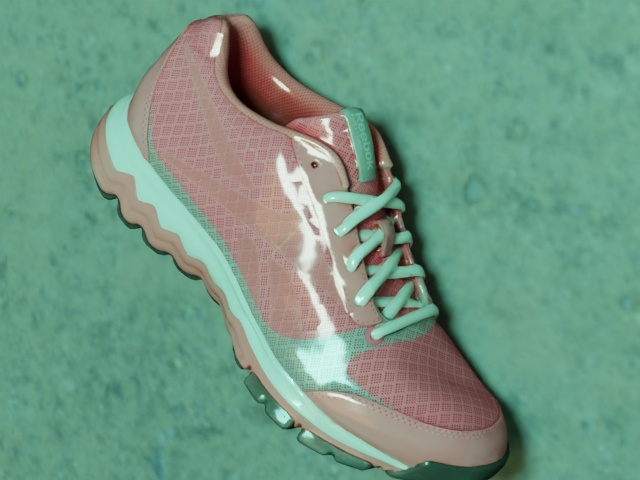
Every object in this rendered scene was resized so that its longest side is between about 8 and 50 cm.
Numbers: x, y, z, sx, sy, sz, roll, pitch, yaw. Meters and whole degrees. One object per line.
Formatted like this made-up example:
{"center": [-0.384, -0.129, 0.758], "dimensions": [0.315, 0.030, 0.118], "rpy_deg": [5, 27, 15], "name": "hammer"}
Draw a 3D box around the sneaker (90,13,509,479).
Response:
{"center": [-0.001, 0.000, 1.050], "dimensions": [0.314, 0.116, 0.136], "rpy_deg": [47, 122, 17], "name": "sneaker"}
